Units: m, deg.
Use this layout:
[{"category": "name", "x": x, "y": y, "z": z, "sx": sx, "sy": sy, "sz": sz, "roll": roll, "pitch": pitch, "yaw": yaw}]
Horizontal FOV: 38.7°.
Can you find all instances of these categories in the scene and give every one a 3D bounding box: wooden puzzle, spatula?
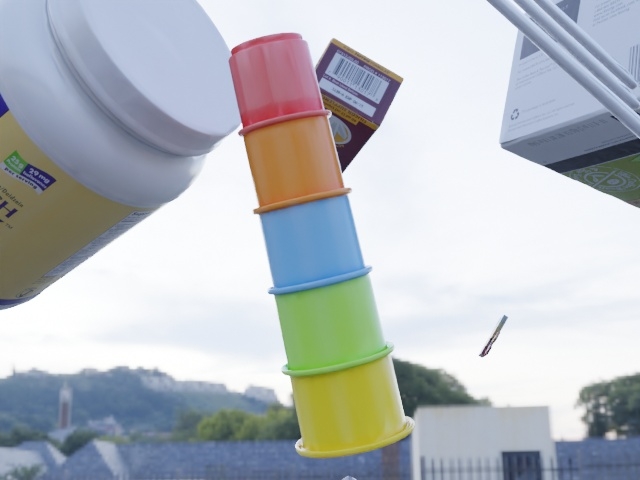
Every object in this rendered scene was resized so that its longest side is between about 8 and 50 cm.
[{"category": "wooden puzzle", "x": 0.191, "y": 0.106, "z": 1.008, "sx": 0.006, "sy": 0.049, "sz": 0.083, "roll": 30, "pitch": -7, "yaw": 9}, {"category": "spatula", "x": 0.109, "y": -0.153, "z": 0.529, "sx": 0.242, "sy": 0.168, "sz": 0.019, "roll": 38, "pitch": -64, "yaw": -8}]

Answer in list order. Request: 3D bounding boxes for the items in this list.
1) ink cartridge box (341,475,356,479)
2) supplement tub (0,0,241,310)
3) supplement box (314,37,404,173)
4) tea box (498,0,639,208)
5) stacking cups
[{"category": "ink cartridge box", "x": -0.061, "y": 0.319, "z": 0.599, "sx": 0.311, "sy": 0.186, "sz": 0.065, "roll": -39, "pitch": -62, "yaw": 9}, {"category": "supplement tub", "x": -0.260, "y": -0.101, "z": 0.869, "sx": 0.331, "sy": 0.241, "sz": 0.241, "roll": -32, "pitch": -29, "yaw": 26}, {"category": "supplement box", "x": 0.018, "y": -0.161, "z": 1.164, "sx": 0.104, "sy": 0.081, "sz": 0.188, "roll": 30, "pitch": -23, "yaw": -5}, {"category": "tea box", "x": 0.477, "y": -0.203, "z": 1.219, "sx": 0.324, "sy": 0.220, "sz": 0.329, "roll": 18, "pitch": -15, "yaw": -24}, {"category": "stacking cups", "x": 0.000, "y": 0.000, "z": 0.704, "sx": 0.096, "sy": 0.316, "sz": 0.096, "roll": -10, "pitch": 0, "yaw": 0}]
